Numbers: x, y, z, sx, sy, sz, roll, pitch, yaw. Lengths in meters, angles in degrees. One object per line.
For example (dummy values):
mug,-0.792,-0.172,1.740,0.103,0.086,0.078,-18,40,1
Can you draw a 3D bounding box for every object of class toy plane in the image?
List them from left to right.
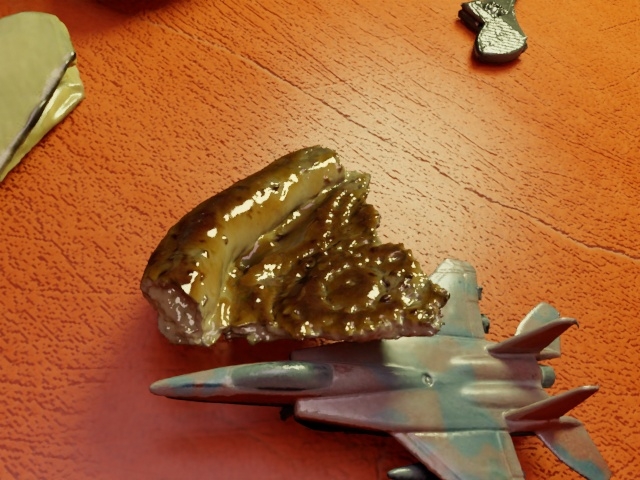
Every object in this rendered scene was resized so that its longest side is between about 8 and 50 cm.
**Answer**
toy plane,0.046,0.109,0.508,0.327,0.104,0.222,-1,57,-8

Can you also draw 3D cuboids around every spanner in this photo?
spanner,0.246,-0.322,0.880,0.093,0.026,0.325,27,55,5

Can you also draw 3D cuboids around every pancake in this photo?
pancake,0.000,0.000,0.531,0.245,0.057,0.266,17,41,37

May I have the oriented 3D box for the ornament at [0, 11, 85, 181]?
ornament,-0.307,-0.117,0.610,0.201,0.059,0.180,-16,63,-18
